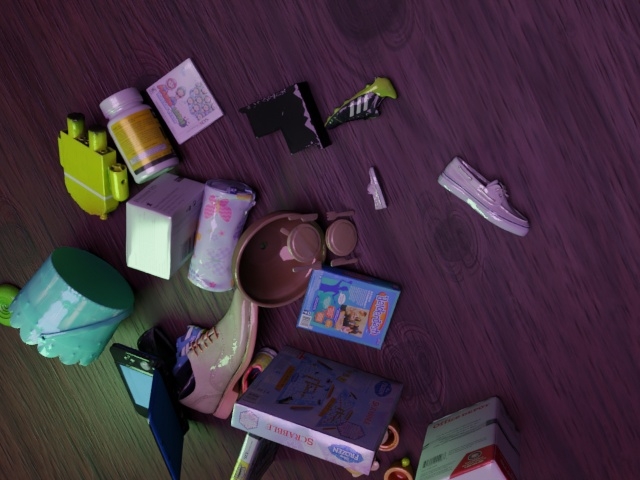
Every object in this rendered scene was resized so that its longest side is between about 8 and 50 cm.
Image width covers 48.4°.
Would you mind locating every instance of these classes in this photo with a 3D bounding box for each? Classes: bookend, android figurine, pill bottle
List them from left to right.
[{"bbox_3d":[-0.573,-0.176,1.783,0.248,0.056,0.273,28,131,28],"label":"android figurine"},{"bbox_3d":[-0.440,-0.254,1.725,0.119,0.119,0.208,-25,96,22],"label":"pill bottle"},{"bbox_3d":[-0.079,-0.261,1.634,0.156,0.072,0.157,-20,98,22],"label":"bookend"}]

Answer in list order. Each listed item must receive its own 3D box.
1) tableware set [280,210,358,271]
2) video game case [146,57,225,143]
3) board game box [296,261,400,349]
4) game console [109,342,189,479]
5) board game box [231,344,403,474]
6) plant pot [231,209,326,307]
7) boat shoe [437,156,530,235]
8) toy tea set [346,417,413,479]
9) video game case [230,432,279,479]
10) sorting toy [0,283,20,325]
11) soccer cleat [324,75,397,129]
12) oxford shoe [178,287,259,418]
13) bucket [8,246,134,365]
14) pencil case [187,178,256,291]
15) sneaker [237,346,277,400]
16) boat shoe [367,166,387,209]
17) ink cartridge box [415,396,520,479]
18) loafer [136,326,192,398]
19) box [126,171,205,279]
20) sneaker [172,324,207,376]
[{"bbox_3d":[0.000,0.000,1.634,0.039,0.194,0.128,1,97,53],"label":"tableware set"},{"bbox_3d":[-0.327,-0.335,1.722,0.143,0.019,0.157,-29,94,22],"label":"video game case"},{"bbox_3d":[0.065,0.154,1.684,0.210,0.047,0.160,16,108,-3],"label":"board game box"},{"bbox_3d":[-0.446,0.440,1.811,0.250,0.173,0.293,14,133,24],"label":"game console"},{"bbox_3d":[0.004,0.376,1.644,0.318,0.319,0.066,16,110,14],"label":"board game box"},{"bbox_3d":[-0.113,0.029,1.673,0.110,0.237,0.237,36,119,50],"label":"plant pot"},{"bbox_3d":[0.362,-0.097,1.531,0.226,0.083,0.076,34,112,7],"label":"boat shoe"},{"bbox_3d":[0.143,0.603,1.762,0.200,0.124,0.336,-13,100,20],"label":"toy tea set"},{"bbox_3d":[-0.143,0.508,1.746,0.035,0.275,0.248,25,110,13],"label":"video game case"},{"bbox_3d":[-0.881,0.196,1.980,0.366,0.126,0.127,-3,103,18],"label":"sorting toy"},{"bbox_3d":[0.088,-0.291,1.582,0.179,0.060,0.072,-35,93,19],"label":"soccer cleat"},{"bbox_3d":[-0.250,0.272,1.769,0.146,0.140,0.397,14,109,-14],"label":"oxford shoe"},{"bbox_3d":[-0.624,0.161,1.814,0.281,0.281,0.183,41,103,4],"label":"bucket"},{"bbox_3d":[-0.241,-0.013,1.730,0.124,0.113,0.273,8,109,-20],"label":"pencil case"},{"bbox_3d":[-0.174,0.376,1.820,0.081,0.094,0.208,20,111,10],"label":"sneaker"},{"bbox_3d":[0.123,-0.118,1.630,0.035,0.035,0.100,-15,106,18],"label":"boat shoe"},{"bbox_3d":[0.333,0.490,1.595,0.197,0.273,0.114,-29,98,22],"label":"ink cartridge box"},{"bbox_3d":[-0.397,0.328,1.886,0.078,0.076,0.223,-41,86,31],"label":"loafer"},{"bbox_3d":[-0.368,-0.038,1.707,0.119,0.181,0.182,17,124,11],"label":"box"},{"bbox_3d":[-0.350,0.286,1.856,0.059,0.053,0.144,25,77,18],"label":"sneaker"}]
